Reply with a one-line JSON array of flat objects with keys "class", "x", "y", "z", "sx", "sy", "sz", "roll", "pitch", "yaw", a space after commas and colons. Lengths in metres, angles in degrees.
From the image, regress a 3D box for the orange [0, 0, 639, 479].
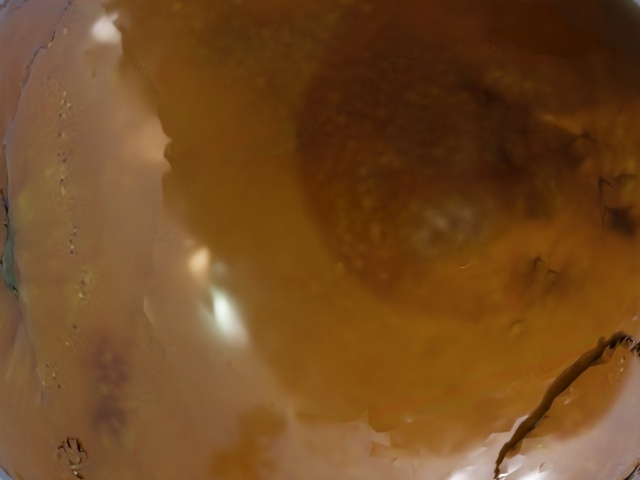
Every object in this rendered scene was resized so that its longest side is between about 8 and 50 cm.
[{"class": "orange", "x": 0.000, "y": 0.000, "z": 0.454, "sx": 0.240, "sy": 0.240, "sz": 0.240, "roll": 19, "pitch": -132, "yaw": -23}]
